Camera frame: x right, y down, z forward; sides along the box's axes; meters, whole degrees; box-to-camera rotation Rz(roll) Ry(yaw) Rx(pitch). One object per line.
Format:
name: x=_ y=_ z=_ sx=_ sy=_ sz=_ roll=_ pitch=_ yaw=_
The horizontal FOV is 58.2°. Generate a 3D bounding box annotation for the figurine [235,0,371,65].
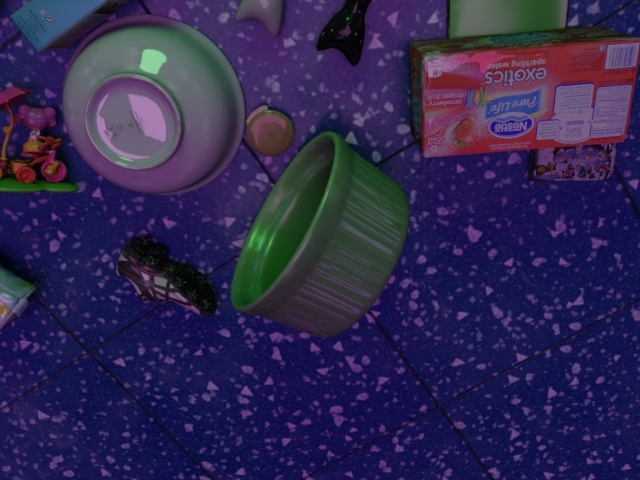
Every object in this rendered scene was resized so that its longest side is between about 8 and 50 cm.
figurine: x=-0.007 y=-0.388 z=0.842 sx=0.215 sy=0.092 sz=0.209 roll=17 pitch=115 yaw=-6

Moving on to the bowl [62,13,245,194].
bowl: x=-0.272 y=-0.193 z=0.889 sx=0.298 sy=0.134 sz=0.297 roll=0 pitch=111 yaw=-1

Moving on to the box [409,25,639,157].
box: x=0.292 y=-0.226 z=0.868 sx=0.300 sy=0.142 sz=0.154 roll=-5 pitch=117 yaw=2

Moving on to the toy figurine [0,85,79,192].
toy figurine: x=-0.475 y=-0.164 z=0.922 sx=0.173 sy=0.130 sz=0.159 roll=4 pitch=104 yaw=-25

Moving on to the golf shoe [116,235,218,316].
golf shoe: x=-0.277 y=0.080 z=1.038 sx=0.198 sy=0.077 sz=0.094 roll=41 pitch=117 yaw=-8

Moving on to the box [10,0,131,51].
box: x=-0.319 y=-0.369 z=0.836 sx=0.244 sy=0.100 sz=0.060 roll=-30 pitch=108 yaw=11

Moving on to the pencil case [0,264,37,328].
pencil case: x=-0.634 y=0.046 z=0.992 sx=0.273 sy=0.113 sz=0.124 roll=43 pitch=128 yaw=-16

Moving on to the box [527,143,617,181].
box: x=0.425 y=-0.148 z=0.968 sx=0.137 sy=0.027 sz=0.093 roll=-2 pitch=111 yaw=1

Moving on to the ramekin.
ramekin: x=0.000 y=0.000 z=0.886 sx=0.148 sy=0.303 sz=0.303 roll=29 pitch=109 yaw=-19

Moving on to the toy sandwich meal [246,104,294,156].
toy sandwich meal: x=-0.085 y=-0.181 z=0.952 sx=0.086 sy=0.029 sz=0.085 roll=-2 pitch=114 yaw=-4

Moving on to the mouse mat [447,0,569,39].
mouse mat: x=0.293 y=-0.336 z=0.903 sx=0.190 sy=0.007 sz=0.152 roll=-3 pitch=112 yaw=2
